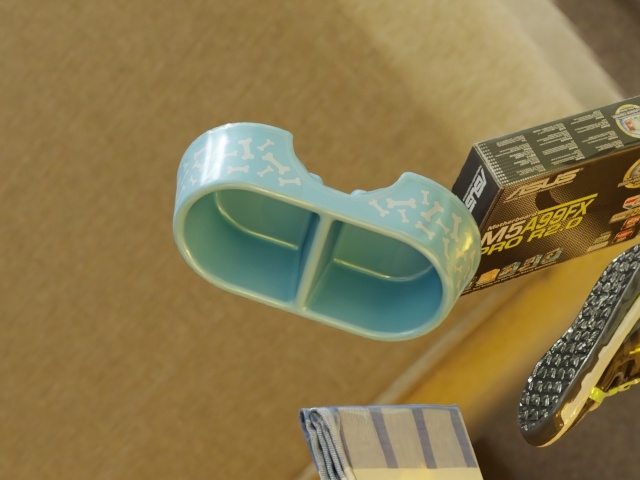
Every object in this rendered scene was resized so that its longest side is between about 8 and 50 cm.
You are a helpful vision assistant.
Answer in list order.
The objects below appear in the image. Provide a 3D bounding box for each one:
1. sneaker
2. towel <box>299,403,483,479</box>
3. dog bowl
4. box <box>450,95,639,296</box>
[{"bbox_3d":[0.264,0.102,1.558,0.097,0.084,0.235,46,63,-13],"label":"sneaker"},{"bbox_3d":[0.094,0.255,1.378,0.209,0.034,0.285,7,58,-50],"label":"towel"},{"bbox_3d":[0.000,0.000,1.669,0.297,0.166,0.074,18,41,0],"label":"dog bowl"},{"bbox_3d":[0.249,-0.048,1.861,0.270,0.216,0.060,-17,63,-26],"label":"box"}]
